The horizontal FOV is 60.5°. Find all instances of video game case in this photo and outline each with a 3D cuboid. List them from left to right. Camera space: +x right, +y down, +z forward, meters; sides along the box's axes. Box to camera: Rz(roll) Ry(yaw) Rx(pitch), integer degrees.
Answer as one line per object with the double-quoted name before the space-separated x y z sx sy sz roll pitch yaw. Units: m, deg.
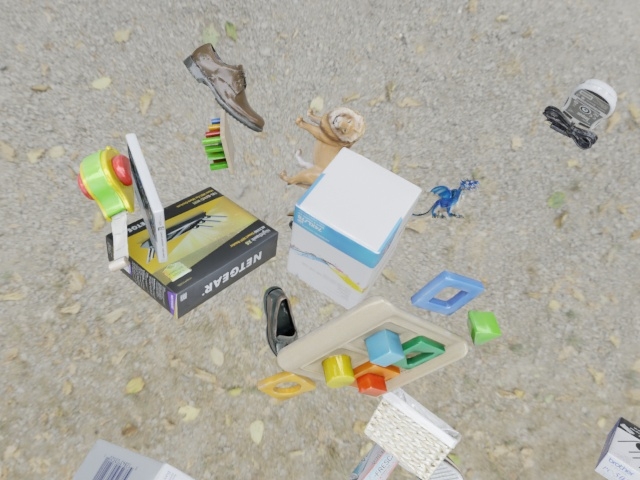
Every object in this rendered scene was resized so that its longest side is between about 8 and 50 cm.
"video game case" -0.332 -0.079 1.054 0.022 0.173 0.191 -16 62 -21

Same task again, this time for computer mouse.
"computer mouse" 0.433 -0.214 0.892 0.106 0.193 0.042 38 87 9

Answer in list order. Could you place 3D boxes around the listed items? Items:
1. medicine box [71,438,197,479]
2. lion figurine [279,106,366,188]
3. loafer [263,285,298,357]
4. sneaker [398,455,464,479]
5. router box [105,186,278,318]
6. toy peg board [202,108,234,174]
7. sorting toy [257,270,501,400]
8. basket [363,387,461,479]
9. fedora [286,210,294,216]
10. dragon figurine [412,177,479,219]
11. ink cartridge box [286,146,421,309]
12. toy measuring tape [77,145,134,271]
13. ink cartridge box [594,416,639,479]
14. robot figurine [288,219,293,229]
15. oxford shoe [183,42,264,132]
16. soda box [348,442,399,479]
"medicine box" -0.356 0.582 1.195 0.289 0.263 0.149 52 51 -35
"lion figurine" 0.012 -0.306 1.923 0.240 0.142 0.392 31 131 16
"loafer" -0.118 0.275 1.716 0.096 0.084 0.268 -22 115 -27
"sneaker" 0.332 0.720 1.820 0.321 0.127 0.126 39 86 27
"router box" -0.289 0.013 1.265 0.242 0.081 0.308 33 44 24
"toy peg board" -0.341 -0.325 1.828 0.079 0.161 0.161 -8 48 -2
"sorting toy" 0.071 0.157 0.705 0.347 0.047 0.196 -34 135 29
"basket" 0.182 0.385 1.099 0.167 0.113 0.103 34 90 23
"fedora" -0.008 -0.041 1.543 0.194 0.194 0.079 2 91 -6
"dragon figurine" 0.455 -0.151 2.004 0.085 0.289 0.144 4 86 -37
"ink cartridge box" 0.064 -0.016 1.211 0.197 0.270 0.198 31 58 11
"toy measuring tape" -0.444 -0.090 1.138 0.121 0.121 0.330 -12 50 -6
"ink cartridge box" 0.513 0.352 0.783 0.207 0.097 0.046 31 126 26
"robot figurine" 0.000 0.000 1.751 0.210 0.291 0.085 14 100 -10
"oxford shoe" -0.194 -0.340 1.219 0.096 0.083 0.227 -39 104 9
"soda box" 0.165 0.599 1.493 0.183 0.063 0.058 -46 109 -14
